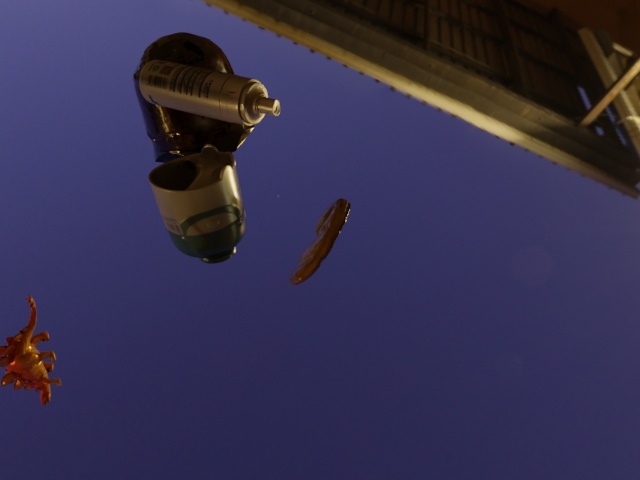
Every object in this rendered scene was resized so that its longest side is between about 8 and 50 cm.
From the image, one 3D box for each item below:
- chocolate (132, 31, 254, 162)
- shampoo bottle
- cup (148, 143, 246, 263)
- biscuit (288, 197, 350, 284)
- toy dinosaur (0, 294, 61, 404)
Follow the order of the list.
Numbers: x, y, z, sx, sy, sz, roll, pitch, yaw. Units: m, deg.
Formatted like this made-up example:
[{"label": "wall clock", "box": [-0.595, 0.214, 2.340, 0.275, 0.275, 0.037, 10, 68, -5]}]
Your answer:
[{"label": "chocolate", "box": [-0.428, -0.477, 1.540, 0.384, 0.331, 0.383, -8, -133, 8]}, {"label": "shampoo bottle", "box": [-0.210, -0.284, 0.929, 0.304, 0.092, 0.092, 18, -139, 23]}, {"label": "cup", "box": [-0.330, -0.110, 1.302, 0.219, 0.257, 0.289, -20, -143, -18]}, {"label": "biscuit", "box": [0.001, 0.001, 1.433, 0.045, 0.154, 0.299, 33, -108, -19]}, {"label": "toy dinosaur", "box": [-0.650, 0.258, 1.044, 0.117, 0.288, 0.070, -19, -146, -35]}]
